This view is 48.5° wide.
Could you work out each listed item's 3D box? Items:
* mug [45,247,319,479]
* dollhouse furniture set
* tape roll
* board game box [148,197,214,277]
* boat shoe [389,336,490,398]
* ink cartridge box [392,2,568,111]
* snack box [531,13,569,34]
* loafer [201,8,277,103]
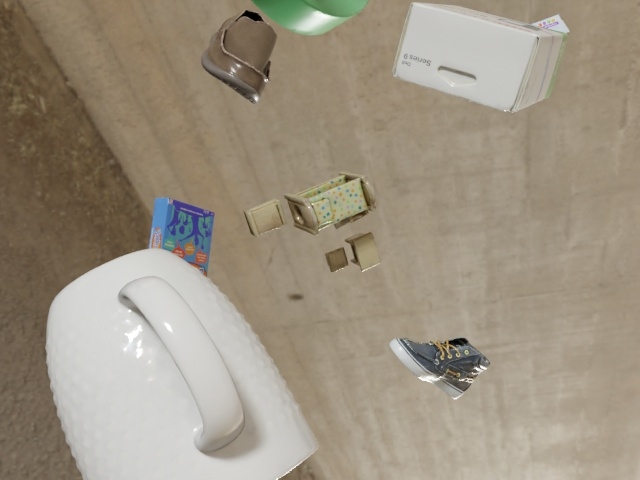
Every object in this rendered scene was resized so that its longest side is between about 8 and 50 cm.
[{"bbox_3d":[-0.185,0.173,0.880,0.328,0.276,0.374,60,-26,10],"label":"mug"},{"bbox_3d":[0.000,0.000,1.117,0.101,0.181,0.161,23,-46,66],"label":"dollhouse furniture set"},{"bbox_3d":[-0.041,-0.507,1.180,0.321,0.077,0.321,19,64,-44],"label":"tape roll"},{"bbox_3d":[-0.323,0.021,1.641,0.160,0.047,0.210,17,76,-56],"label":"board game box"},{"bbox_3d":[0.184,0.174,1.089,0.183,0.083,0.065,35,13,-38],"label":"boat shoe"},{"bbox_3d":[0.202,-0.227,0.871,0.212,0.154,0.093,-31,138,-58],"label":"ink cartridge box"},{"bbox_3d":[0.281,-0.265,1.041,0.100,0.141,0.037,78,-9,-71],"label":"snack box"},{"bbox_3d":[-0.160,-0.402,1.465,0.133,0.130,0.366,31,22,-27],"label":"loafer"}]
